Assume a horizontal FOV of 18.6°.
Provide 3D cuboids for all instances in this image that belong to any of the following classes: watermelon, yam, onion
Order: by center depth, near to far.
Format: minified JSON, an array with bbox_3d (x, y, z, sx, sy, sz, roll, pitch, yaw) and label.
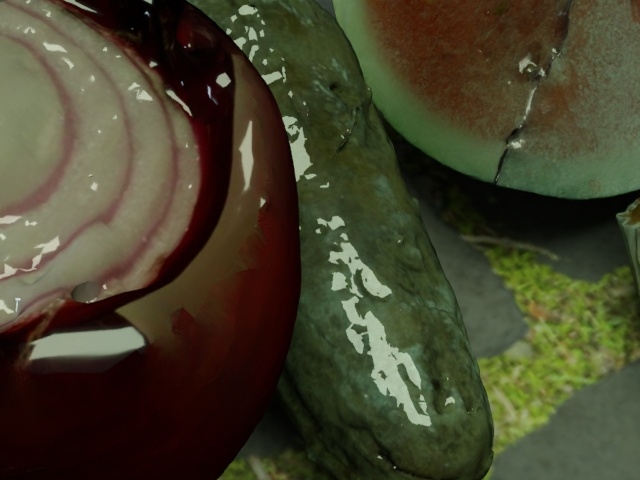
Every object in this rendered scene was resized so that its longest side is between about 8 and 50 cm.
[{"bbox_3d":[-0.181,0.002,0.966,0.341,0.341,0.341,2,57,-3],"label":"onion"},{"bbox_3d":[0.000,0.000,1.079,0.133,0.133,0.330,-18,63,-15],"label":"yam"},{"bbox_3d":[0.133,-0.136,1.163,0.260,0.176,0.256,15,39,43],"label":"watermelon"}]

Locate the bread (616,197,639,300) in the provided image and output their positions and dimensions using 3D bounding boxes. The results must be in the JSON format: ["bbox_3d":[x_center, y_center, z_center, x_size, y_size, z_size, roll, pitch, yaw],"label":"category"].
[{"bbox_3d":[0.291,0.008,1.059,0.192,0.110,0.210,-24,29,-19],"label":"bread"}]
